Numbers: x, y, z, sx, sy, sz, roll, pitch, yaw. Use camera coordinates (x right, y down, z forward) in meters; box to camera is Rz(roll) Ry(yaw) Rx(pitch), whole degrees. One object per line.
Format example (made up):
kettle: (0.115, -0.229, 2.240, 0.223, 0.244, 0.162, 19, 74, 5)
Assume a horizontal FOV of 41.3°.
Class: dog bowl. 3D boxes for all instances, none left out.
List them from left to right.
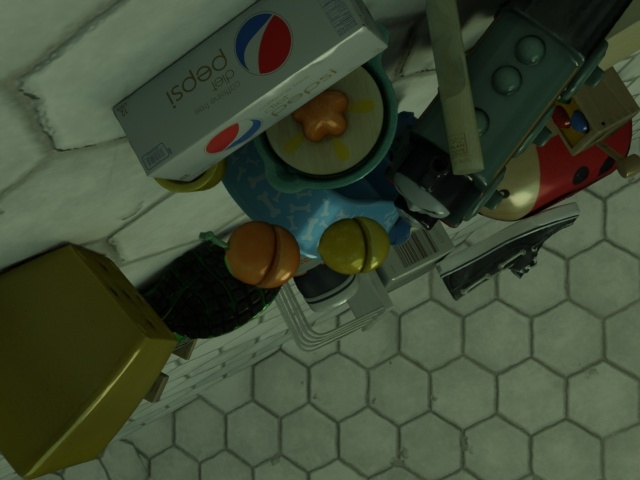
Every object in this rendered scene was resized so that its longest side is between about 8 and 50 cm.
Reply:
dog bowl: (0.006, -0.069, 0.954, 0.074, 0.166, 0.297, -46, 164, 21)

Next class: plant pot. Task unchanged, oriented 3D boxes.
plant pot: (-0.296, 0.123, 0.992, 0.187, 0.212, 0.212, -42, 170, -2)

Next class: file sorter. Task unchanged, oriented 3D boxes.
file sorter: (0.010, 0.113, 1.768, 0.173, 0.192, 0.277, -24, 169, -12)

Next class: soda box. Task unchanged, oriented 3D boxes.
soda box: (-0.058, -0.132, 0.693, 0.216, 0.069, 0.074, -31, 170, 17)

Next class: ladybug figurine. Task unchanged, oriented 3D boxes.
ladybug figurine: (0.462, -0.163, 1.701, 0.450, 0.161, 0.305, -25, 169, -23)

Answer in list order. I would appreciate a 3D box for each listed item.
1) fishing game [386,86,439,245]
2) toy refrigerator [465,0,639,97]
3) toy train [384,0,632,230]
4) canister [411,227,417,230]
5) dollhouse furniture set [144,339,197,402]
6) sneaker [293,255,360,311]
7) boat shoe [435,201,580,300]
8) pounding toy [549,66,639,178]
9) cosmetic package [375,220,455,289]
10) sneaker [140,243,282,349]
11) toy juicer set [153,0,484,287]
fishing game: (0.086, -0.077, 1.107, 0.041, 0.189, 0.264, 8, 163, -25)
toy refrigerator: (0.294, -0.242, 1.053, 0.270, 0.094, 0.102, -32, 163, 15)
toy train: (0.190, -0.155, 0.885, 0.334, 0.142, 0.190, -51, 171, 1)
canister: (0.121, -0.064, 1.398, 0.170, 0.073, 0.126, -16, 119, -58)
dollhouse furniture set: (-0.281, 0.197, 1.518, 0.151, 0.144, 0.123, -66, 166, 2)
sneaker: (0.000, 0.000, 1.418, 0.126, 0.127, 0.321, -28, -165, 6)
boat shoe: (0.383, 0.025, 1.678, 0.301, 0.102, 0.108, -27, 172, 8)
pounding toy: (0.454, -0.187, 1.430, 0.094, 0.206, 0.181, -27, 170, -8)
cosmetic package: (0.157, 0.006, 1.740, 0.151, 0.151, 0.183, -26, 169, -14)
sneaker: (-0.203, 0.094, 1.334, 0.344, 0.134, 0.146, -23, 180, 21)
toy juicer set: (0.023, -0.081, 0.765, 0.329, 0.209, 0.089, -30, 172, 6)
